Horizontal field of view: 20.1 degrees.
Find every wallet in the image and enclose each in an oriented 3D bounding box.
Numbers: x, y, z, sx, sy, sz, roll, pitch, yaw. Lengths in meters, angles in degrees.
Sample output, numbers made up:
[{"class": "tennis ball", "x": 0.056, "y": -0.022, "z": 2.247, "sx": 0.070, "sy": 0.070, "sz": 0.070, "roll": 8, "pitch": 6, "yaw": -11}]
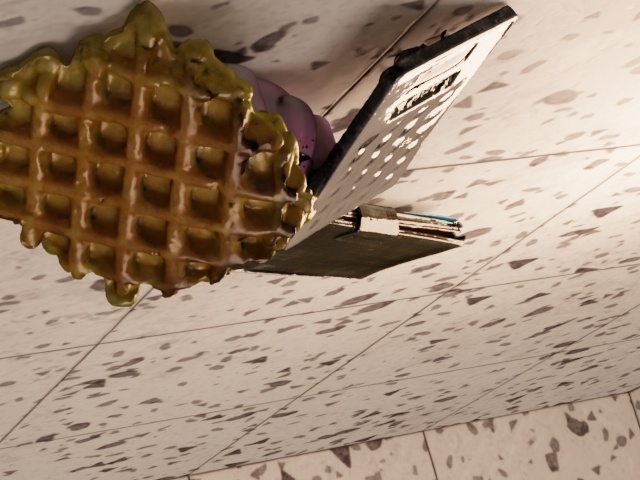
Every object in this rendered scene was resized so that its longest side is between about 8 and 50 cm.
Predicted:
[{"class": "wallet", "x": 0.000, "y": -0.001, "z": 1.912, "sx": 0.169, "sy": 0.044, "sz": 0.317, "roll": -22, "pitch": 162, "yaw": 37}]

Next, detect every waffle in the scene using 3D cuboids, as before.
[{"class": "waffle", "x": -0.138, "y": -0.056, "z": 1.348, "sx": 0.238, "sy": 0.059, "sz": 0.243, "roll": -30, "pitch": 116, "yaw": 29}]

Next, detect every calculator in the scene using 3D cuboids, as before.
[{"class": "calculator", "x": 0.060, "y": -0.095, "z": 1.513, "sx": 0.161, "sy": 0.021, "sz": 0.261, "roll": -30, "pitch": 165, "yaw": -37}]

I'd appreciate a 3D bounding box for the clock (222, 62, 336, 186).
[{"class": "clock", "x": -0.109, "y": -0.063, "z": 1.504, "sx": 0.227, "sy": 0.090, "sz": 0.248, "roll": -22, "pitch": 165, "yaw": 22}]
